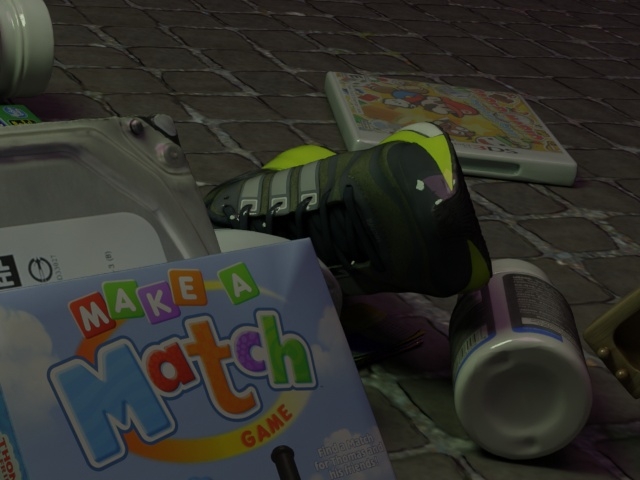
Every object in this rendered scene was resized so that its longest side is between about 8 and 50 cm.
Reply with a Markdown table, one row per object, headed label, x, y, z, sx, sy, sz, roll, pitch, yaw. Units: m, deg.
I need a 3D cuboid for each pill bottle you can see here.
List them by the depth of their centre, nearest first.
| label | x | y | z | sx | sy | sz | roll | pitch | yaw |
| --- | --- | --- | --- | --- | --- | --- | --- | --- | --- |
| pill bottle | 0.116 | 0.065 | 0.874 | 0.078 | 0.078 | 0.137 | 9 | 21 | 0 |
| pill bottle | -0.337 | -0.158 | 1.201 | 0.221 | 0.124 | 0.124 | -5 | 25 | -34 |

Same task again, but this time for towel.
| label | x | y | z | sx | sy | sz | roll | pitch | yaw |
| --- | --- | --- | --- | --- | --- | --- | --- | --- | --- |
| towel | 0.022 | 0.060 | 0.944 | 0.060 | 0.009 | 0.083 | 26 | 26 | 36 |

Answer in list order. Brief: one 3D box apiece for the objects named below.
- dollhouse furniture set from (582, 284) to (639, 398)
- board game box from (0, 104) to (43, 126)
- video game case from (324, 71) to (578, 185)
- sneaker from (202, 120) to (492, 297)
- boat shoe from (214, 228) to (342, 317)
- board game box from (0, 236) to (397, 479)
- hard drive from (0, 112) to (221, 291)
| label | x | y | z | sx | sy | sz | roll | pitch | yaw |
| --- | --- | --- | --- | --- | --- | --- | --- | --- | --- |
| dollhouse furniture set | 0.228 | 0.083 | 0.785 | 0.151 | 0.144 | 0.123 | 51 | 31 | 5 |
| board game box | -0.246 | -0.021 | 0.995 | 0.213 | 0.046 | 0.317 | -4 | 25 | -33 |
| video game case | 0.117 | -0.110 | 1.403 | 0.206 | 0.026 | 0.227 | 6 | 21 | -9 |
| sneaker | 0.000 | 0.000 | 0.909 | 0.121 | 0.111 | 0.300 | -22 | 7 | -24 |
| boat shoe | -0.145 | 0.044 | 0.759 | 0.335 | 0.121 | 0.119 | -10 | 32 | -36 |
| board game box | -0.037 | 0.111 | 0.553 | 0.160 | 0.211 | 0.039 | -10 | -16 | -40 |
| hard drive | -0.167 | 0.078 | 0.540 | 0.339 | 0.237 | 0.064 | -9 | -16 | -39 |
